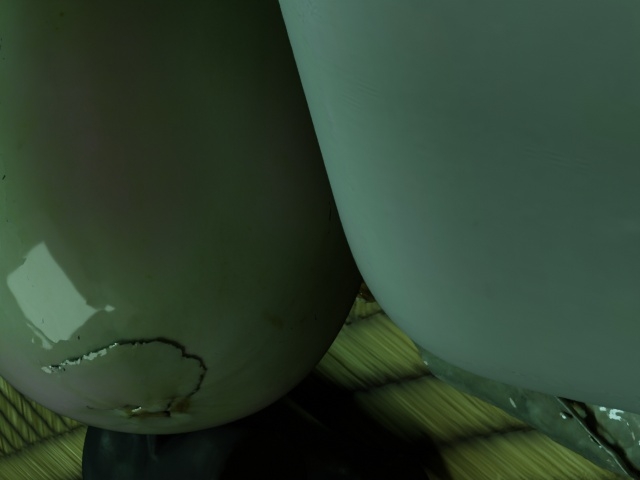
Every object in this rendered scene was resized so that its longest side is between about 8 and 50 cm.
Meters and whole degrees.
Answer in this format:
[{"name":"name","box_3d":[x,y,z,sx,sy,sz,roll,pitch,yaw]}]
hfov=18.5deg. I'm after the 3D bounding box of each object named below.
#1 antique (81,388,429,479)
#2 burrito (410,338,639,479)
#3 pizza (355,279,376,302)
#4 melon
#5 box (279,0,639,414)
[{"name":"antique","box_3d":[-0.042,0.208,1.333,0.255,0.185,0.322,12,130,51]},{"name":"burrito","box_3d":[0.127,0.066,0.997,0.226,0.060,0.087,25,142,42]},{"name":"pizza","box_3d":[0.001,0.000,1.148,0.083,0.025,0.078,29,153,32]},{"name":"melon","box_3d":[-0.081,-0.068,0.883,0.223,0.223,0.316,108,159,-62]},{"name":"box","box_3d":[0.123,-0.072,0.658,0.289,0.141,0.349,12,141,26]}]
